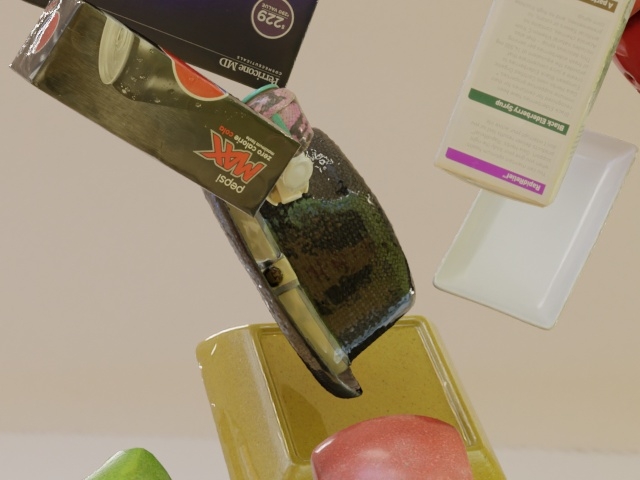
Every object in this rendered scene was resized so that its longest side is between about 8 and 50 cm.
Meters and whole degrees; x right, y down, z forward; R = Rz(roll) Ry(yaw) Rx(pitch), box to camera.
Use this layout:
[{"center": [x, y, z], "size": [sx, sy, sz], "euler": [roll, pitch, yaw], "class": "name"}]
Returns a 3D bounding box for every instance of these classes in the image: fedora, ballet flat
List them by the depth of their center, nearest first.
[{"center": [-0.038, -0.074, 1.240], "size": [0.079, 0.077, 0.221], "euler": [61, -6, 4], "class": "ballet flat"}, {"center": [0.000, 0.000, 1.552], "size": [0.152, 0.334, 0.334], "euler": [-30, -59, 3], "class": "fedora"}]

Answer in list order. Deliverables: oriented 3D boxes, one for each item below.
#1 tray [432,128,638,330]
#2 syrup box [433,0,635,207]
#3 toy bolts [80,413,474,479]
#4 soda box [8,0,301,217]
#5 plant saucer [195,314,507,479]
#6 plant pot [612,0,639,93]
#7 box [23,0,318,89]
[{"center": [0.244, -0.023, 1.611], "size": [0.145, 0.270, 0.030], "euler": [21, -29, 17], "class": "tray"}, {"center": [0.172, -0.150, 1.066], "size": [0.096, 0.093, 0.237], "euler": [23, -79, 11], "class": "syrup box"}, {"center": [-0.022, 0.179, 0.527], "size": [0.228, 0.158, 0.218], "euler": [-13, -73, -4], "class": "toy bolts"}, {"center": [-0.097, -0.082, 0.860], "size": [0.169, 0.060, 0.053], "euler": [31, 4, -31], "class": "soda box"}, {"center": [0.045, 0.200, 1.709], "size": [0.332, 0.333, 0.081], "euler": [-2, -50, -18], "class": "plant saucer"}, {"center": [0.384, -0.253, 1.551], "size": [0.174, 0.191, 0.191], "euler": [37, -42, -15], "class": "plant pot"}, {"center": [-0.126, -0.264, 1.331], "size": [0.261, 0.103, 0.184], "euler": [20, -80, -6], "class": "box"}]
